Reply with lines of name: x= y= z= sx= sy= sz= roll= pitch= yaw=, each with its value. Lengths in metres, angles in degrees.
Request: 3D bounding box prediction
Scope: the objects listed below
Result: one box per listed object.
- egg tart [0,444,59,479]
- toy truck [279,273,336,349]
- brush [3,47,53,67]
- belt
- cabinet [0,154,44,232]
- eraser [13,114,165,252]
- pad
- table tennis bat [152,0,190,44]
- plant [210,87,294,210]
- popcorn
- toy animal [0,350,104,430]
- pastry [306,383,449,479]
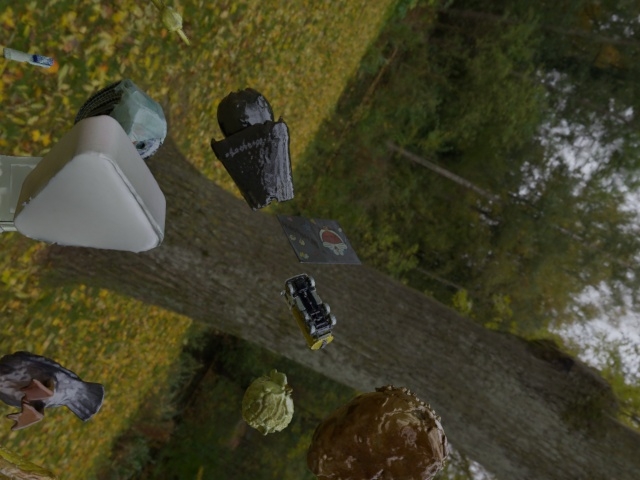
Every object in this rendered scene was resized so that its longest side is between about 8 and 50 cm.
egg tart: x=-0.528 y=0.391 z=0.997 sx=0.191 sy=0.191 sz=0.074 roll=109 pitch=6 yaw=-65
toy truck: x=-0.040 y=0.225 z=1.875 sx=0.097 sy=0.227 sz=0.114 roll=-17 pitch=154 yaw=-27
brush: x=-0.862 y=-0.541 z=1.777 sx=0.178 sy=0.029 sz=0.033 roll=-21 pitch=114 yaw=-72
belt: x=-0.550 y=-0.312 z=1.642 sx=0.150 sy=0.257 sz=0.207 roll=29 pitch=52 yaw=-58
cabinet: x=-0.864 y=-0.132 z=1.747 sx=0.317 sy=0.289 sz=0.228 roll=-3 pitch=97 yaw=-38
eraser: x=-0.498 y=-0.096 z=1.393 sx=0.331 sy=0.330 sz=0.150 roll=114 pitch=-23 yaw=-43
pad: x=0.000 y=0.000 z=1.672 sx=0.245 sy=0.170 sz=0.006 roll=4 pitch=139 yaw=-45
table tennis bat: x=-0.427 y=-0.627 z=1.658 sx=0.054 sy=0.224 sz=0.369 roll=-37 pitch=-148 yaw=0
plant: x=-0.138 y=-0.194 z=1.260 sx=0.164 sy=0.256 sz=0.142 roll=-20 pitch=179 yaw=4
popcorn: x=-0.132 y=0.417 z=1.522 sx=0.162 sy=0.141 sz=0.135 roll=-42 pitch=169 yaw=3
toy animal: x=-0.609 y=0.307 z=1.263 sx=0.298 sy=0.185 sz=0.122 roll=21 pitch=88 yaw=-43
pastry: x=0.127 y=0.445 z=1.298 sx=0.310 sy=0.255 sz=0.162 roll=-34 pitch=-173 yaw=17
